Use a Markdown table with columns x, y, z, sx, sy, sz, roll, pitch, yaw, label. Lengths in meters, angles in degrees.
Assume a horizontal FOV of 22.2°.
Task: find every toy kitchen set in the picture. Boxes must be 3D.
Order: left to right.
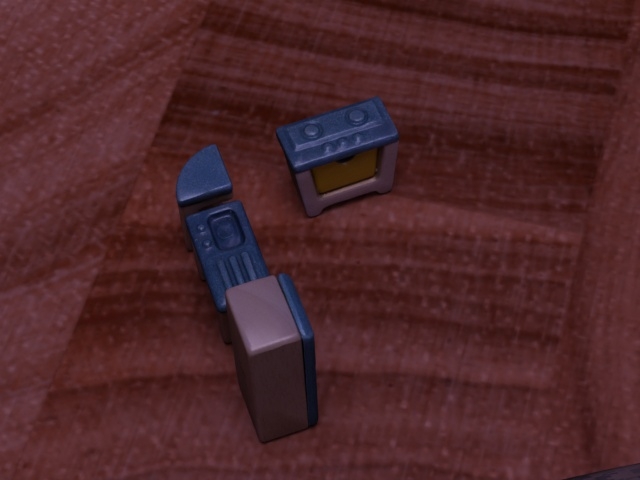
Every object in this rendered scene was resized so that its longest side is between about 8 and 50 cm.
| x | y | z | sx | sy | sz | roll | pitch | yaw | label |
| --- | --- | --- | --- | --- | --- | --- | --- | --- | --- |
| 0.000 | 0.000 | 1.112 | 0.166 | 0.122 | 0.207 | -18 | 58 | -9 | toy kitchen set |

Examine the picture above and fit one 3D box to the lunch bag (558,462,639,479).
| x | y | z | sx | sy | sz | roll | pitch | yaw | label |
| --- | --- | --- | --- | --- | --- | --- | --- | --- | --- |
| 0.094 | 0.242 | 0.853 | 0.305 | 0.256 | 0.213 | -12 | 47 | -6 | lunch bag |
